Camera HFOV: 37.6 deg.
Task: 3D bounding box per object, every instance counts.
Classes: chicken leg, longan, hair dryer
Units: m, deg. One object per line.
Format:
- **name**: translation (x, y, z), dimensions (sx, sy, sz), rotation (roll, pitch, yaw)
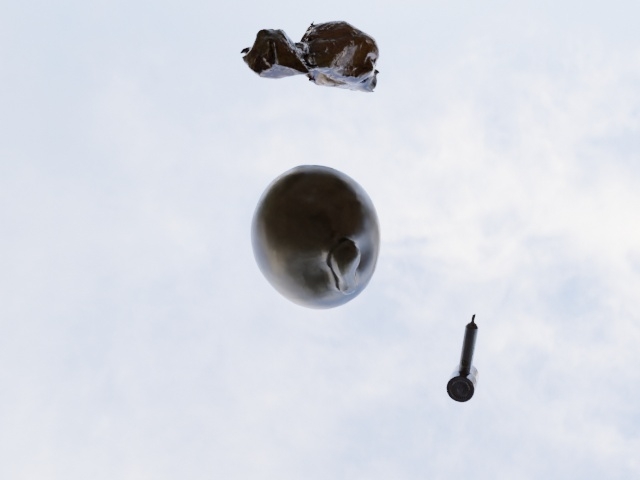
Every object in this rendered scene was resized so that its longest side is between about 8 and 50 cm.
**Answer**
- **chicken leg**: translation (-0.003, -0.235, 1.195), dimensions (0.113, 0.304, 0.093), rotation (24, -72, 16)
- **longan**: translation (0.000, 0.000, 0.686), dimensions (0.106, 0.106, 0.119), rotation (-37, -148, -6)
- **hair dryer**: translation (0.193, 0.149, 1.230), dimensions (0.037, 0.063, 0.114), rotation (10, -76, 14)
